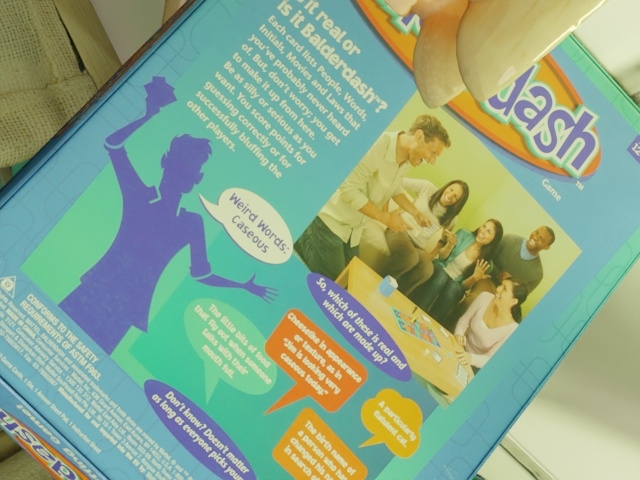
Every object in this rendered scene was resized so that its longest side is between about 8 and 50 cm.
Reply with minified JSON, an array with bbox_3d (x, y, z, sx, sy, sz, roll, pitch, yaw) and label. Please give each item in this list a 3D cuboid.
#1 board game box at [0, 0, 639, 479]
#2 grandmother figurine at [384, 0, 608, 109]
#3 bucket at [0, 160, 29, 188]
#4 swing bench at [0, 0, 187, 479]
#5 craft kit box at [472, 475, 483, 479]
[{"bbox_3d":[0.000,0.000,0.532,0.160,0.210,0.047,46,157,-11],"label":"board game box"},{"bbox_3d":[-0.056,-0.184,0.442,0.342,0.104,0.208,46,168,-7],"label":"grandmother figurine"},{"bbox_3d":[-0.248,-0.067,0.810,0.281,0.183,0.281,35,156,19],"label":"bucket"},{"bbox_3d":[-0.164,-0.009,0.608,0.165,0.253,0.254,20,122,40],"label":"swing bench"},{"bbox_3d":[0.093,0.214,0.968,0.250,0.061,0.246,34,158,16],"label":"craft kit box"}]
